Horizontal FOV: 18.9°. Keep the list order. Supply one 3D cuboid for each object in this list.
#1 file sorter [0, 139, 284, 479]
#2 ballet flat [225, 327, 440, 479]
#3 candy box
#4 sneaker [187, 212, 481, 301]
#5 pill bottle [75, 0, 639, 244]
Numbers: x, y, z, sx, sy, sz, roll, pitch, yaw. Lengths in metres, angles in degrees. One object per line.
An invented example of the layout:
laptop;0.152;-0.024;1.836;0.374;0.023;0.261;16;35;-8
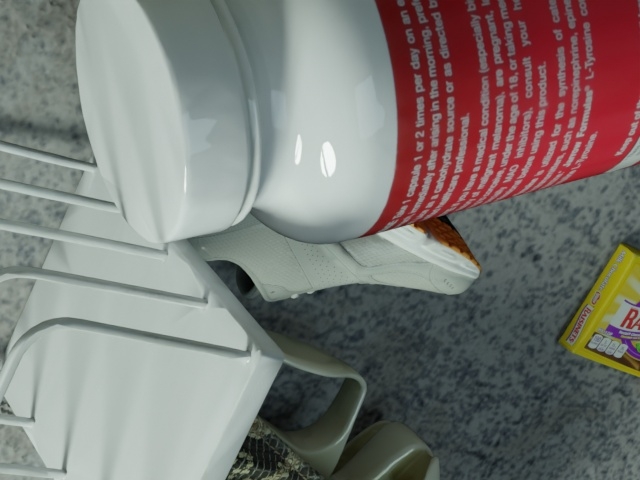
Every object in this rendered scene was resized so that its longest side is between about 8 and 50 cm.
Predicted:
file sorter;-0.188;0.072;1.223;0.173;0.277;0.192;12;111;-36
ballet flat;-0.008;0.188;1.511;0.483;0.164;0.182;42;76;-40
candy box;0.310;0.076;1.718;0.206;0.027;0.105;20;103;-40
sneaker;0.000;0.000;1.433;0.262;0.099;0.121;23;113;-33
pill bottle;0.059;-0.127;1.257;0.408;0.229;0.229;-15;126;-25
